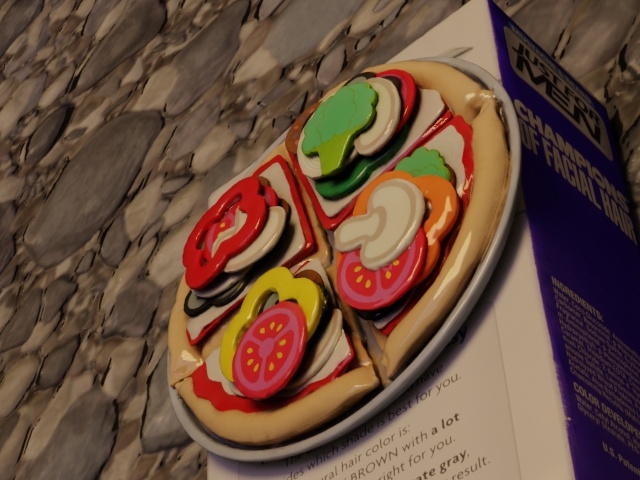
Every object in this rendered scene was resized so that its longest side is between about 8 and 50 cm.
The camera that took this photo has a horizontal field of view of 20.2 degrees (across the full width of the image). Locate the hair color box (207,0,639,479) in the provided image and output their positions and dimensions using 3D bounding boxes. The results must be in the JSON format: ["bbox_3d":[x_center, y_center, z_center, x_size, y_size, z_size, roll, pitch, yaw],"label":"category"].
[{"bbox_3d":[0.048,0.071,0.762,0.185,0.110,0.339,-35,37,27],"label":"hair color box"}]

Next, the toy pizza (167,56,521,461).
[{"bbox_3d":[0.000,0.000,0.763,0.201,0.032,0.201,-32,37,28],"label":"toy pizza"}]
